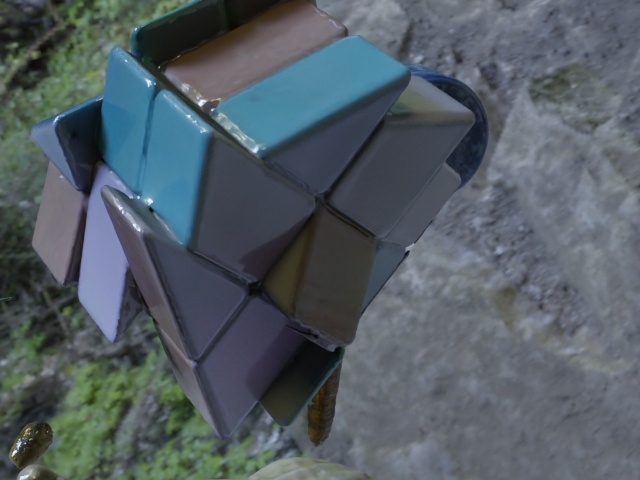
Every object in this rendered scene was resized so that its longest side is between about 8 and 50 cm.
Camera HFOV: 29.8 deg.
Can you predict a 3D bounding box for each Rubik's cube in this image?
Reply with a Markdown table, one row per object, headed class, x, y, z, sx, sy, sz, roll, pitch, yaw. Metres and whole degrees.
| class | x | y | z | sx | sy | sz | roll | pitch | yaw |
| --- | --- | --- | --- | --- | --- | --- | --- | --- | --- |
| Rubik's cube | -0.062 | -0.051 | 1.103 | 0.387 | 0.368 | 0.358 | -54 | 47 | 5 |

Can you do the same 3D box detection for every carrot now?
| class | x | y | z | sx | sy | sz | roll | pitch | yaw |
| --- | --- | --- | --- | --- | --- | --- | --- | --- | --- |
| carrot | 0.011 | 0.205 | 1.999 | 0.066 | 0.066 | 0.314 | 18 | 114 | 36 |

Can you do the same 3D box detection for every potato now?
| class | x | y | z | sx | sy | sz | roll | pitch | yaw |
| --- | --- | --- | --- | --- | --- | --- | --- | --- | --- |
| potato | -0.447 | 0.315 | 1.857 | 0.051 | 0.083 | 0.040 | 16 | 142 | 20 |

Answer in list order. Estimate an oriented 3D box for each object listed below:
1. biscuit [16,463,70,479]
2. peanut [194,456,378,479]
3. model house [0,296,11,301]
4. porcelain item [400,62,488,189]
| class | x | y | z | sx | sy | sz | roll | pitch | yaw |
| --- | --- | --- | --- | --- | --- | --- | --- | --- | --- |
| biscuit | -0.187 | 0.367 | 1.176 | 0.324 | 0.044 | 0.217 | 28 | 106 | -5 |
| peanut | -0.063 | 0.349 | 1.487 | 0.152 | 0.313 | 0.152 | 172 | 90 | -77 |
| model house | -0.516 | 0.140 | 1.674 | 0.117 | 0.167 | 0.088 | -12 | 91 | 30 |
| porcelain item | 0.109 | -0.124 | 1.372 | 0.114 | 0.147 | 0.147 | -136 | 38 | -65 |
